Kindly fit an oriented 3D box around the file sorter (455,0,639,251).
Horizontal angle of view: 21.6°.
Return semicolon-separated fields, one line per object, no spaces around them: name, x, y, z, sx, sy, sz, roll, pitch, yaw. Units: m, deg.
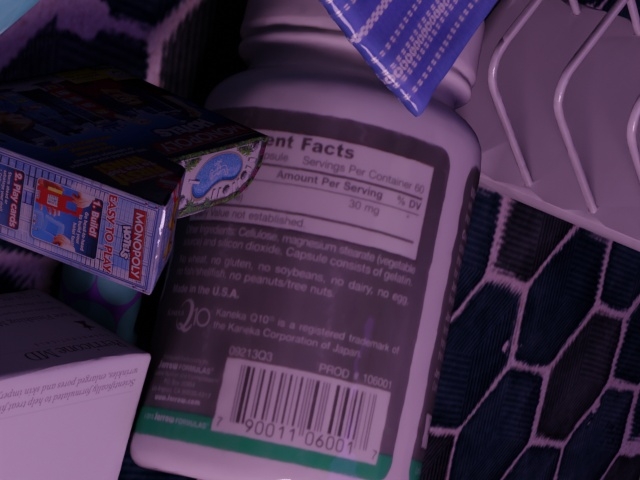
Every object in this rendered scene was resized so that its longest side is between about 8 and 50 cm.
file sorter;0.199;-0.148;1.357;0.193;0.278;0.173;-52;143;-17

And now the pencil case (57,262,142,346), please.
pencil case;-0.144;0.003;1.165;0.070;0.064;0.151;-23;131;-56

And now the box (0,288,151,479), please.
box;-0.229;0.140;1.091;0.181;0.119;0.182;-6;118;-54

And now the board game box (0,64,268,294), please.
board game box;-0.133;-0.040;1.026;0.194;0.194;0.060;-18;127;-48

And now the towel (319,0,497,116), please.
towel;0.030;-0.281;1.066;0.336;0.040;0.243;51;57;-26

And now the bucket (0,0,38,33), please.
bucket;-0.246;-0.161;0.713;0.183;0.281;0.281;-43;143;-32

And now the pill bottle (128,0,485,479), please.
pill bottle;0.000;0.000;1.177;0.204;0.204;0.361;28;72;-58
